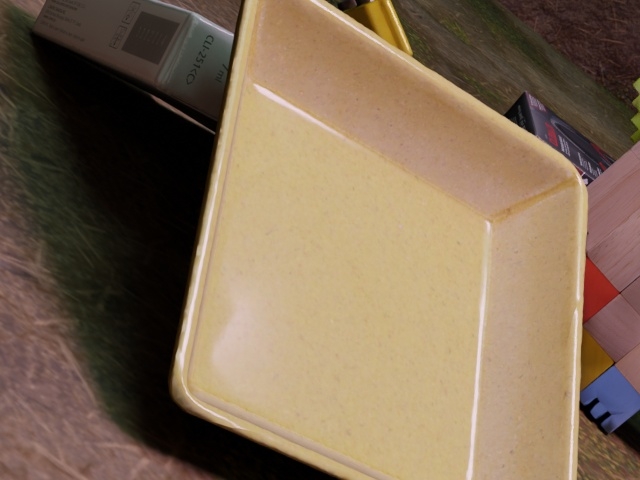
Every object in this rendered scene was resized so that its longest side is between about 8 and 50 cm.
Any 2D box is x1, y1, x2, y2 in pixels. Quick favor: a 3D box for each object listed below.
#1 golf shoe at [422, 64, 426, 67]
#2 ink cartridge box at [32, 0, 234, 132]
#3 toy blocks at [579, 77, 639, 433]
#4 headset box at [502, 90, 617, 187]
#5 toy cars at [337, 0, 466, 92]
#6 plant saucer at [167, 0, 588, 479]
[{"bbox_3d":[0.157,-0.152,1.867,0.176,0.069,0.086,47,-17,44],"label":"golf shoe"},{"bbox_3d":[-0.070,-0.116,1.226,0.261,0.066,0.296,28,1,-32],"label":"ink cartridge box"},{"bbox_3d":[0.336,0.073,1.448,0.381,0.261,0.191,50,17,10],"label":"toy blocks"},{"bbox_3d":[0.325,-0.060,1.950,0.293,0.110,0.218,36,18,-9],"label":"headset box"},{"bbox_3d":[0.088,-0.177,1.796,0.393,0.087,0.176,57,-12,39],"label":"toy cars"},{"bbox_3d":[0.039,0.030,1.032,0.333,0.081,0.332,28,53,-29],"label":"plant saucer"}]
